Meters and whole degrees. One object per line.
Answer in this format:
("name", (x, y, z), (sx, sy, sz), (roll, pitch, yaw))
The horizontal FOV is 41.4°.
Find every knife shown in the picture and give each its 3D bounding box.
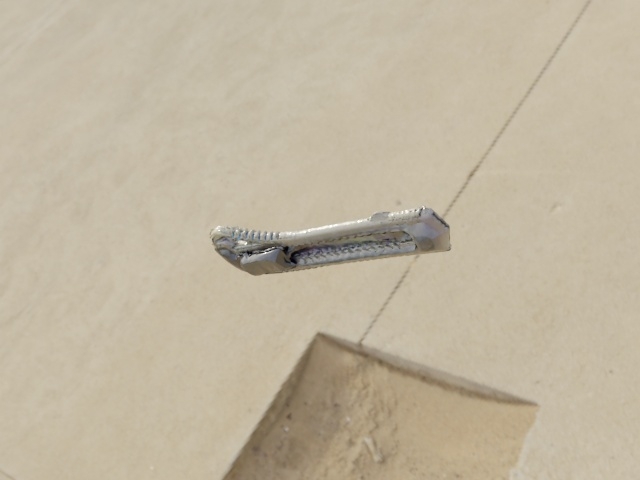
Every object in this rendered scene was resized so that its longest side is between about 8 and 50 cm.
("knife", (-0.002, 0.005, 1.003), (0.365, 0.089, 0.043), (-6, 51, 42))
